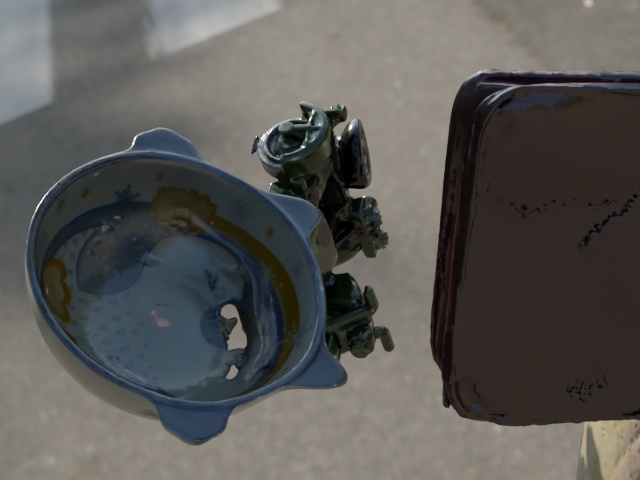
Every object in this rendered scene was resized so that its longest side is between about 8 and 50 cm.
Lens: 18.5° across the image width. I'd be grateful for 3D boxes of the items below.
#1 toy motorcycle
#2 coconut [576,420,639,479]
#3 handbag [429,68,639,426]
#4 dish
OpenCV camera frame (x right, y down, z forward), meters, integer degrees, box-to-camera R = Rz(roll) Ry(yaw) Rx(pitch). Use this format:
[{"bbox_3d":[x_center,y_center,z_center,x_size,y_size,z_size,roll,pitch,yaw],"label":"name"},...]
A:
[{"bbox_3d":[0.000,0.000,2.017,0.127,0.205,0.275,-3,49,16],"label":"toy motorcycle"},{"bbox_3d":[0.376,0.223,1.826,0.329,0.328,0.329,-19,20,7],"label":"coconut"},{"bbox_3d":[0.172,0.002,1.100,0.216,0.203,0.074,-1,22,-9],"label":"handbag"},{"bbox_3d":[-0.093,0.051,1.303,0.086,0.228,0.236,120,173,-47],"label":"dish"}]
